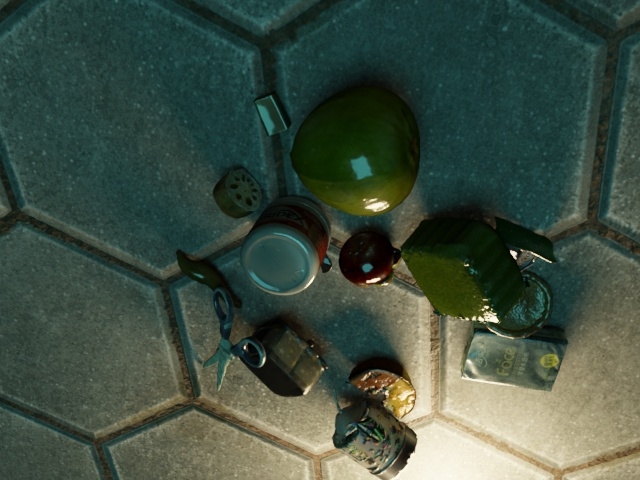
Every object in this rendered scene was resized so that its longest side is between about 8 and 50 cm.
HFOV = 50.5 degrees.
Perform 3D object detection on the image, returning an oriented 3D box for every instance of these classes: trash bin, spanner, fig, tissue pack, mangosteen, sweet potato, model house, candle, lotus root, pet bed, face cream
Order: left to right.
[{"bbox_3d":[-0.309,0.113,1.921,0.249,0.059,0.069,39,138,-18],"label":"sweet potato"},{"bbox_3d":[-0.216,-0.115,1.735,0.081,0.112,0.122,-28,114,29],"label":"lotus root"},{"bbox_3d":[-0.117,-0.309,1.648,0.061,0.043,0.092,-17,113,18],"label":"trash bin"},{"bbox_3d":[-0.100,0.330,1.969,0.211,0.159,0.183,48,145,-18],"label":"pet bed"},{"bbox_3d":[-0.086,0.013,1.738,0.201,0.187,0.201,6,121,11],"label":"face cream"},{"bbox_3d":[0.000,0.000,1.829,0.046,0.012,0.208,-3,119,10],"label":"spanner"},{"bbox_3d":[0.069,-0.197,1.548,0.316,0.316,0.316,4,121,7],"label":"fig"},{"bbox_3d":[0.131,0.574,2.054,0.330,0.187,0.187,38,119,-12],"label":"candle"},{"bbox_3d":[0.134,0.066,1.769,0.156,0.145,0.181,-22,115,17],"label":"mangosteen"},{"bbox_3d":[0.534,0.317,1.894,0.257,0.081,0.185,8,121,3],"label":"tissue pack"},{"bbox_3d":[0.492,0.026,1.710,0.167,0.117,0.088,21,125,-8],"label":"model house"}]

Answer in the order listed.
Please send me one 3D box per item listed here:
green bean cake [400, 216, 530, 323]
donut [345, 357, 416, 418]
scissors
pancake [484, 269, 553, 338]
[{"bbox_3d":[0.352,0.068,1.681,0.247,0.156,0.249,1,129,55],"label":"green bean cake"},{"bbox_3d":[0.200,0.420,2.006,0.217,0.085,0.141,42,117,-17],"label":"donut"},{"bbox_3d":[-0.277,0.317,1.968,0.256,0.029,0.383,55,142,19],"label":"scissors"},{"bbox_3d":[0.519,0.168,1.804,0.199,0.021,0.199,0,97,1],"label":"pancake"}]
